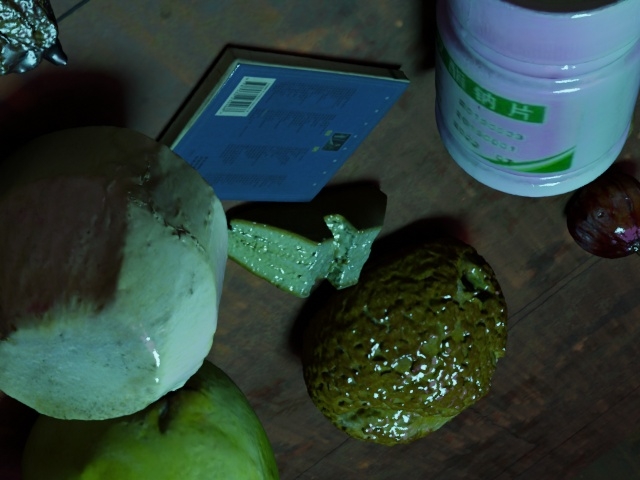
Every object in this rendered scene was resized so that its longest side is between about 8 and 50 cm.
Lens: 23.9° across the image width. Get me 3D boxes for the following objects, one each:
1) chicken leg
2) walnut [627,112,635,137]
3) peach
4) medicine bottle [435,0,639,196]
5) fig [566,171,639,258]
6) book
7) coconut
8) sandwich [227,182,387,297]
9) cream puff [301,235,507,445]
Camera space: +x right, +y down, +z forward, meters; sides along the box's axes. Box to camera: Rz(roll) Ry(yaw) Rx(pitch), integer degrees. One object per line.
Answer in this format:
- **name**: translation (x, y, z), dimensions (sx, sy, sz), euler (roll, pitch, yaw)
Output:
- **chicken leg**: translation (-0.261, -0.175, 1.110), dimensions (0.105, 0.063, 0.234), euler (-41, 153, 1)
- **walnut**: translation (0.322, -0.148, 1.834), dimensions (0.124, 0.105, 0.105), euler (-15, 148, -30)
- **peach**: translation (-0.192, 0.276, 1.732), dimensions (0.314, 0.281, 0.316), euler (-6, 130, 15)
- **medicine bottle**: translation (0.216, -0.205, 1.461), dimensions (0.212, 0.212, 0.325), euler (-30, 156, -11)
- **fig**: translation (0.416, -0.020, 2.143), dimensions (0.128, 0.150, 0.128), euler (-12, -176, 1)
- **book**: translation (-0.048, -0.110, 1.529), dimensions (0.269, 0.025, 0.191), euler (-1, 140, -50)
- **coconut**: translation (-0.198, 0.021, 1.341), dimensions (0.259, 0.259, 0.259), euler (-28, 154, -15)
- **sandwich**: translation (0.000, 0.000, 1.704), dimensions (0.244, 0.088, 0.090), euler (-10, 142, -41)
- **cream puff**: translation (0.120, 0.146, 1.968), dimensions (0.303, 0.212, 0.303), euler (-30, 160, -12)
